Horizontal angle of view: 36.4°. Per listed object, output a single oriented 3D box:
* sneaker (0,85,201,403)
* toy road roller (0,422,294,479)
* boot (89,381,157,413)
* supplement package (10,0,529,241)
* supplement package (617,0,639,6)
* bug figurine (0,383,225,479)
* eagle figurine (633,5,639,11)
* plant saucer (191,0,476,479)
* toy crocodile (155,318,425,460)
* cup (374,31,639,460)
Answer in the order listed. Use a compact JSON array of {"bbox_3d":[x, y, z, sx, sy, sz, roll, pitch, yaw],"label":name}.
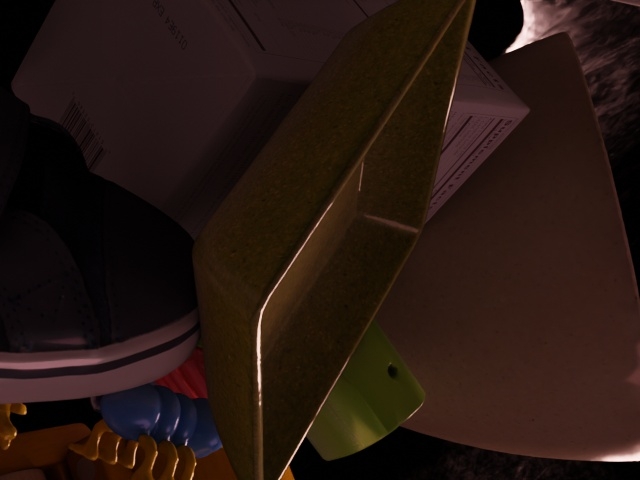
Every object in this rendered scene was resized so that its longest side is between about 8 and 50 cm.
[{"bbox_3d":[-0.180,-0.031,0.349,0.321,0.126,0.127,12,120,-23],"label":"sneaker"},{"bbox_3d":[-0.170,0.249,0.893,0.240,0.203,0.329,-32,163,26],"label":"toy road roller"},{"bbox_3d":[-0.131,0.098,0.855,0.086,0.069,0.190,-10,151,-46],"label":"boot"},{"bbox_3d":[-0.019,-0.080,0.555,0.244,0.139,0.134,-3,141,-49],"label":"supplement package"},{"bbox_3d":[0.220,-0.237,0.342,0.177,0.175,0.293,-50,148,-31],"label":"supplement package"},{"bbox_3d":[-0.190,0.076,0.600,0.216,0.279,0.072,29,77,-48],"label":"bug figurine"},{"bbox_3d":[0.246,-0.142,0.561,0.226,0.298,0.225,-11,156,-47],"label":"eagle figurine"},{"bbox_3d":[0.000,0.000,0.429,0.188,0.045,0.188,-57,164,-31],"label":"plant saucer"},{"bbox_3d":[-0.056,0.074,0.659,0.105,0.115,0.340,-42,-152,-28],"label":"toy crocodile"},{"bbox_3d":[0.110,0.025,0.775,0.236,0.331,0.331,-12,160,11],"label":"cup"}]
